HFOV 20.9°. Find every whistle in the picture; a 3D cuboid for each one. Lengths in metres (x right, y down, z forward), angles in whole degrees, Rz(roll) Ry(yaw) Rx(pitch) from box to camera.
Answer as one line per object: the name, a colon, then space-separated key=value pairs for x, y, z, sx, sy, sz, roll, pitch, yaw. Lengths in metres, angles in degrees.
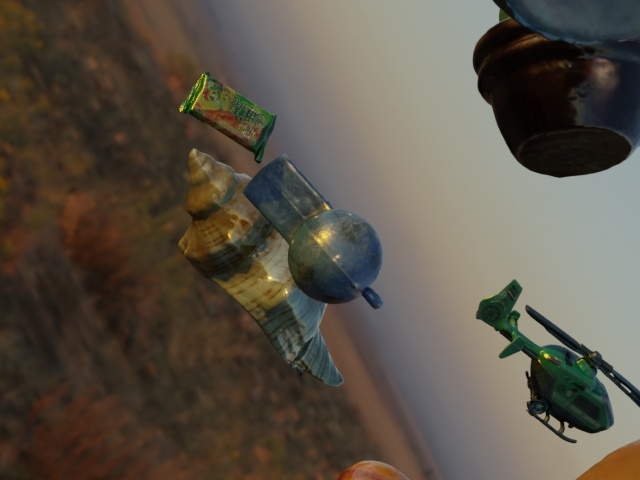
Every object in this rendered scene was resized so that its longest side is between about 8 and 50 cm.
whistle: x=0.000 y=0.000 z=1.501 sx=0.158 sy=0.090 sz=0.090 roll=47 pitch=4 yaw=-6

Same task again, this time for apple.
apple: x=0.037 y=0.203 z=1.258 sx=0.071 sy=0.084 sz=0.084 roll=23 pitch=-2 yaw=5

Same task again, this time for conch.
conch: x=-0.051 y=0.036 z=2.180 sx=0.386 sy=0.169 sz=0.203 roll=45 pitch=23 yaw=-21

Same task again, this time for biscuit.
biscuit: x=-0.076 y=-0.108 z=1.488 sx=0.089 sy=0.046 sz=0.016 roll=32 pitch=-16 yaw=-23

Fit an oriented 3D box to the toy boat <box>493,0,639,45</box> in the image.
toy boat: x=0.257 y=-0.279 z=1.265 sx=0.215 sy=0.330 sz=0.123 roll=39 pitch=26 yaw=-26

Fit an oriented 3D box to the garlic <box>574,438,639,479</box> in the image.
garlic: x=0.263 y=0.260 z=1.202 sx=0.338 sy=0.196 sz=0.151 roll=-111 pitch=175 yaw=-68

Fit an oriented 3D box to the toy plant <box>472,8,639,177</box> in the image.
toy plant: x=0.227 y=-0.190 z=1.586 sx=0.218 sy=0.175 sz=0.235 roll=122 pitch=-32 yaw=-67

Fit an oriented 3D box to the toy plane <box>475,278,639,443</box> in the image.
toy plane: x=0.250 y=0.138 z=1.847 sx=0.235 sy=0.096 sz=0.060 roll=38 pitch=28 yaw=-18
